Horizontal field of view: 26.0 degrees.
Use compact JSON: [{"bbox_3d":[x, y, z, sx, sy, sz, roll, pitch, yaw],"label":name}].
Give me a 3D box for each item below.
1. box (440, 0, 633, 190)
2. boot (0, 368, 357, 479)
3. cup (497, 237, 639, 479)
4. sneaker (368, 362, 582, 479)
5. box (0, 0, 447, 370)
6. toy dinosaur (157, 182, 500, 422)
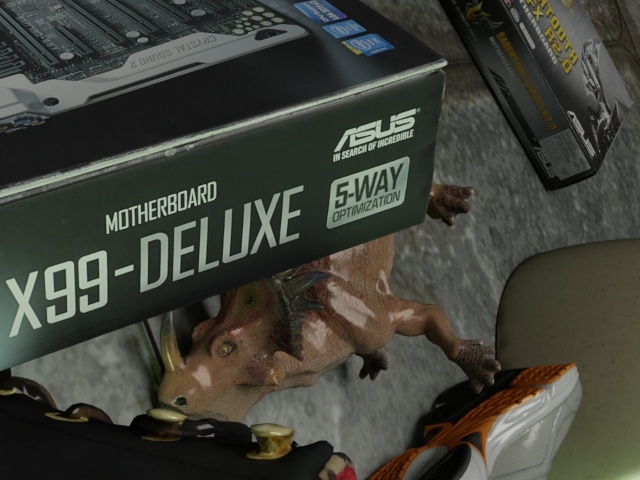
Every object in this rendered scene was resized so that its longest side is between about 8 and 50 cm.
[{"bbox_3d":[0.218,-0.189,1.371,0.231,0.056,0.183,59,35,-13],"label":"box"},{"bbox_3d":[-0.122,0.070,0.526,0.377,0.284,0.138,-54,152,-49],"label":"boot"},{"bbox_3d":[0.342,0.131,1.197,0.331,0.237,0.331,32,47,-42],"label":"cup"},{"bbox_3d":[0.123,0.181,1.006,0.262,0.099,0.121,-34,107,-48],"label":"sneaker"},{"bbox_3d":[-0.139,-0.079,0.553,0.242,0.076,0.307,-18,42,-28],"label":"box"},{"bbox_3d":[0.000,0.000,0.907,0.200,0.127,0.295,32,41,-32],"label":"toy dinosaur"}]
